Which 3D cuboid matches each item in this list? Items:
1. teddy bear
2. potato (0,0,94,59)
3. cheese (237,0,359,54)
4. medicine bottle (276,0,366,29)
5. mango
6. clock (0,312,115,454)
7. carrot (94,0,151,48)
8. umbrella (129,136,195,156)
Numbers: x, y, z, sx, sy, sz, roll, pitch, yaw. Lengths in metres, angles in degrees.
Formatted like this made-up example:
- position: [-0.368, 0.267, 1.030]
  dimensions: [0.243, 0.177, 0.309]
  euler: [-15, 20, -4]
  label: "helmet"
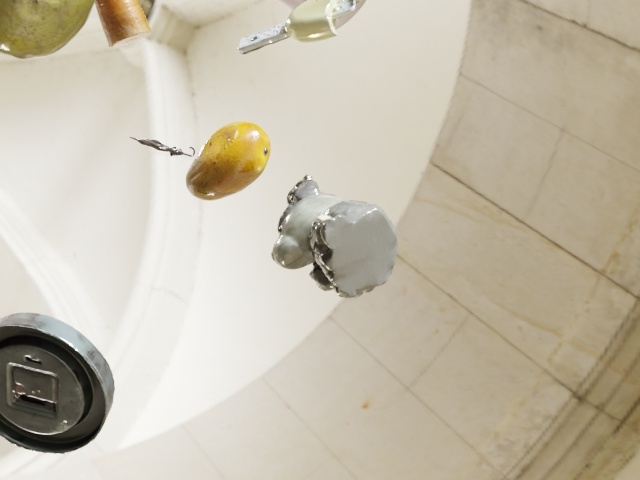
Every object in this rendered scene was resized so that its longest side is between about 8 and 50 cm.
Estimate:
- position: [0.012, 0.012, 1.364]
  dimensions: [0.144, 0.171, 0.251]
  euler: [-40, -158, -15]
  label: "teddy bear"
- position: [-0.549, -0.458, 1.769]
  dimensions: [0.148, 0.197, 0.228]
  euler: [43, -66, 30]
  label: "potato"
- position: [-0.040, -0.380, 1.603]
  dimensions: [0.235, 0.050, 0.127]
  euler: [-14, -138, 22]
  label: "cheese"
- position: [-0.060, -0.558, 1.725]
  dimensions: [0.202, 0.315, 0.202]
  euler: [-35, -139, 37]
  label: "medicine bottle"
- position: [-0.156, -0.130, 1.538]
  dimensions: [0.165, 0.089, 0.115]
  euler: [-46, -128, 1]
  label: "mango"
- position: [-0.500, 0.253, 1.619]
  dimensions: [0.280, 0.280, 0.055]
  euler: [-42, -169, 26]
  label: "clock"
- position: [-0.282, -0.359, 1.182]
  dimensions: [0.061, 0.061, 0.210]
  euler: [-10, -77, 40]
  label: "carrot"
- position: [-0.252, -0.148, 1.460]
  dimensions: [0.013, 0.122, 0.022]
  euler: [2, -94, 49]
  label: "umbrella"
